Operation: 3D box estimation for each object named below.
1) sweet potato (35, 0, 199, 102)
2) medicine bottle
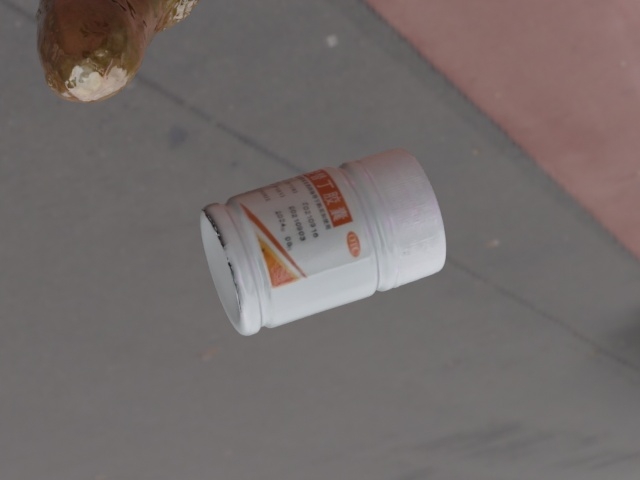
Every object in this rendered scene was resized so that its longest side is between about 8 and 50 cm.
[{"bbox_3d":[-0.108,-0.184,0.924,0.095,0.354,0.106,17,136,-4],"label":"sweet potato"},{"bbox_3d":[0.000,0.000,0.610,0.089,0.057,0.057,-17,163,-13],"label":"medicine bottle"}]
